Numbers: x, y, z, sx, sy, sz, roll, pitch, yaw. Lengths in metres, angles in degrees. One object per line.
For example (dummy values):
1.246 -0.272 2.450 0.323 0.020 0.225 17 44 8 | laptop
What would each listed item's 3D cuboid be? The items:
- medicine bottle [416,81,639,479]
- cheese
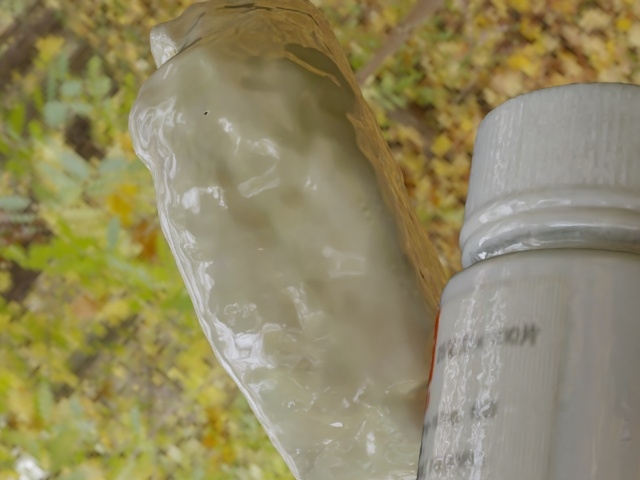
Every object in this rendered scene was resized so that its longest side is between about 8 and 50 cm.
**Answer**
0.114 0.070 0.623 0.144 0.252 0.144 9 162 3 | medicine bottle
0.000 0.000 0.840 0.326 0.115 0.318 -108 -9 -57 | cheese
